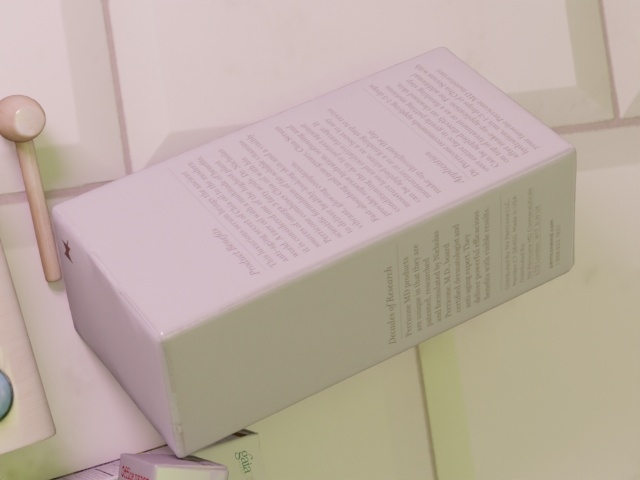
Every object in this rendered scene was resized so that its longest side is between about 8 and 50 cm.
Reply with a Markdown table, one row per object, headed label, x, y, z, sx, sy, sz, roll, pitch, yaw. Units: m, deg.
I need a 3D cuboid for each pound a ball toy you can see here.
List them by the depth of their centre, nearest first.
| label | x | y | z | sx | sy | sz | roll | pitch | yaw |
| --- | --- | --- | --- | --- | --- | --- | --- | --- | --- |
| pound a ball toy | -0.315 | 0.034 | 1.737 | 0.208 | 0.135 | 0.319 | -16 | 93 | -22 |

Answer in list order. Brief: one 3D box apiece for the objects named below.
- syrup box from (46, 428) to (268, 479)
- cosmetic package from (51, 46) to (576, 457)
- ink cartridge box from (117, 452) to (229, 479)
| label | x | y | z | sx | sy | sz | roll | pitch | yaw |
| --- | --- | --- | --- | --- | --- | --- | --- | --- | --- |
| syrup box | -0.169 | 0.258 | 1.803 | 0.236 | 0.096 | 0.093 | -15 | 95 | -23 |
| cosmetic package | 0.000 | 0.000 | 1.797 | 0.453 | 0.230 | 0.161 | -23 | 133 | -22 |
| ink cartridge box | -0.142 | 0.284 | 1.693 | 0.072 | 0.127 | 0.175 | 7 | 86 | -20 |
